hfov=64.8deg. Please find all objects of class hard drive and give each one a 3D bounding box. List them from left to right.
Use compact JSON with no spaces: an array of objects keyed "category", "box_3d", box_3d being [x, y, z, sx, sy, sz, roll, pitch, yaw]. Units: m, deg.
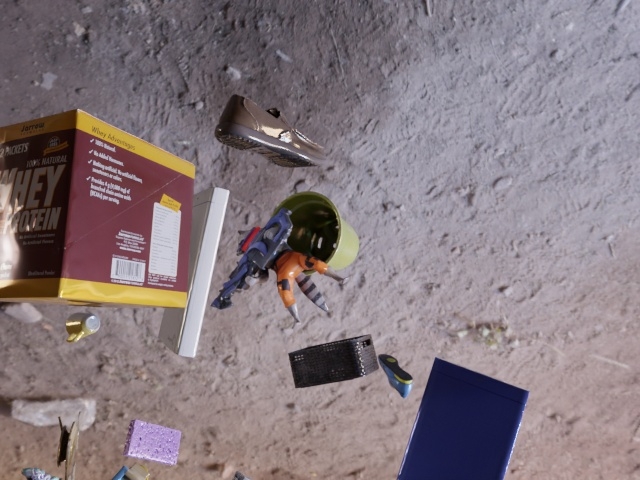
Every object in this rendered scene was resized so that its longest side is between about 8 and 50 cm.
[{"category":"hard drive","box_3d":[-0.291,0.065,1.141,0.047,0.352,0.233,13,173,-26]},{"category":"hard drive","box_3d":[0.309,0.447,1.117,0.210,0.318,0.040,17,175,24]}]

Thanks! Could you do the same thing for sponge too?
[{"category":"sponge","box_3d":[-0.585,0.710,1.770,0.031,0.117,0.210,-22,140,28]}]

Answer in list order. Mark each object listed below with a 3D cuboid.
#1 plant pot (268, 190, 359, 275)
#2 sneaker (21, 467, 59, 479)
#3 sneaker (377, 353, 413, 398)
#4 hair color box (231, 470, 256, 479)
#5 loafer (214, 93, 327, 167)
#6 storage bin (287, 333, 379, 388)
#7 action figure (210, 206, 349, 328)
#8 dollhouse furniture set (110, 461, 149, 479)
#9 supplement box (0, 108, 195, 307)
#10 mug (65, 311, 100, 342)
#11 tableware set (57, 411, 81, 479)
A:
[{"category":"plant pot","box_3d":[0.000,0.000,1.698,0.276,0.275,0.254,-23,159,22]},{"category":"sneaker","box_3d":[-0.657,0.572,1.166,0.038,0.069,0.098,-24,129,26]},{"category":"sneaker","box_3d":[0.250,0.468,1.753,0.069,0.209,0.082,3,106,-20]},{"category":"hair color box","box_3d":[-0.183,0.699,1.064,0.174,0.347,0.105,31,157,-5]},{"category":"loafer","box_3d":[-0.103,-0.273,1.286,0.134,0.130,0.366,4,175,35]},{"category":"storage bin","box_3d":[0.031,0.278,1.164,0.180,0.084,0.122,-16,170,24]},{"category":"action figure","box_3d":[-0.134,0.100,1.423,0.341,0.330,0.178,-47,159,3]},{"category":"dollhouse furniture set","box_3d":[-0.339,0.614,0.908,0.286,0.303,0.198,37,143,2]},{"category":"supplement box","box_3d":[-0.266,-0.021,0.603,0.129,0.194,0.191,-4,169,24]},{"category":"mug","box_3d":[-0.559,0.207,1.197,0.064,0.078,0.062,-13,157,34]},{"category":"tableware set","box_3d":[-0.495,0.442,0.960,0.039,0.128,0.194,7,94,-18]}]
